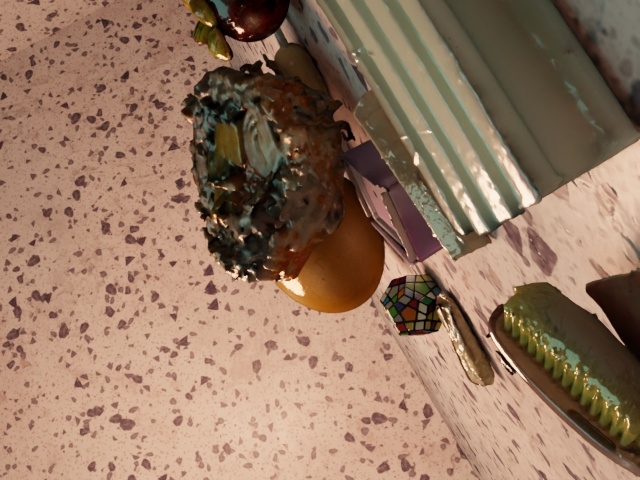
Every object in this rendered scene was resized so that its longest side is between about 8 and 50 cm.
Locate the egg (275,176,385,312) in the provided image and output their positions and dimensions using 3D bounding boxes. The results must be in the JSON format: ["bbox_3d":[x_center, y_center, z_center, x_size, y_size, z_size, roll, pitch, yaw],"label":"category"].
[{"bbox_3d":[0.000,0.000,1.314,0.351,0.282,0.282,57,177,-9],"label":"egg"}]

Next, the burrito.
[{"bbox_3d":[0.255,0.175,1.042,0.188,0.045,0.058,62,152,0],"label":"burrito"}]

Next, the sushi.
[{"bbox_3d":[-0.120,-0.131,1.062,0.417,0.176,0.417,16,112,48],"label":"sushi"}]

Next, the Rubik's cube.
[{"bbox_3d":[0.183,0.127,1.134,0.133,0.112,0.133,62,178,4],"label":"Rubik's cube"}]

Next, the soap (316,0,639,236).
[{"bbox_3d":[0.090,-0.140,0.408,0.261,0.094,0.150,61,172,7],"label":"soap"}]

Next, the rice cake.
[{"bbox_3d":[0.122,-0.086,0.727,0.256,0.052,0.057,59,148,19],"label":"rice cake"}]

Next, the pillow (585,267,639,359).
[{"bbox_3d":[0.233,0.061,0.326,0.126,0.043,0.232,59,178,12],"label":"pillow"}]

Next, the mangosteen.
[{"bbox_3d":[-0.140,-0.385,0.931,0.166,0.180,0.166,48,179,1],"label":"mangosteen"}]

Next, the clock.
[{"bbox_3d":[0.110,-0.063,0.880,0.144,0.073,0.193,61,177,-27],"label":"clock"}]

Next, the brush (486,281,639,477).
[{"bbox_3d":[0.224,0.131,0.366,0.313,0.072,0.067,52,164,41],"label":"brush"}]

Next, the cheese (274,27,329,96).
[{"bbox_3d":[-0.053,-0.336,1.101,0.227,0.064,0.137,63,174,-25],"label":"cheese"}]
